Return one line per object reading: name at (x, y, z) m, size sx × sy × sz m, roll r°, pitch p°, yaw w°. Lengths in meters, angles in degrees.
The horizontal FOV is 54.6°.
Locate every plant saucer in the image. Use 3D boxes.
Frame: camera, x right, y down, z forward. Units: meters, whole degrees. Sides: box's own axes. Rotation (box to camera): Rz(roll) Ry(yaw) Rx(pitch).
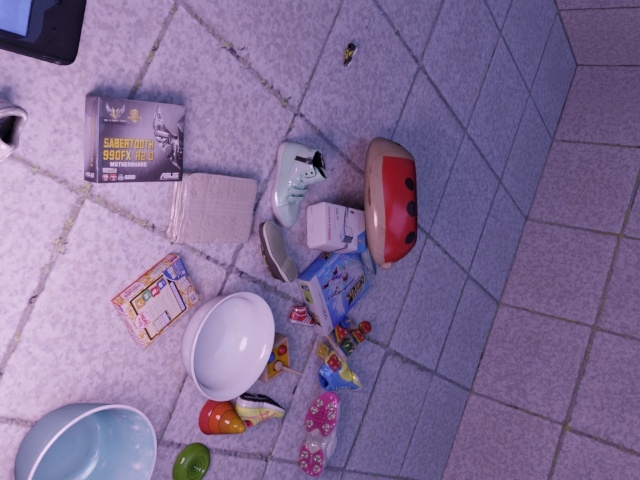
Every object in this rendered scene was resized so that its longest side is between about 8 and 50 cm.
plant saucer at (0.160, 0.028, 2.167) m, size 0.195 × 0.037 × 0.195 m, roll -12°, pitch 90°, yaw -80°

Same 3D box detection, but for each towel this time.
towel at (-0.277, -0.082, 1.621) m, size 0.282 × 0.049 × 0.187 m, roll 2°, pitch 100°, yaw -53°

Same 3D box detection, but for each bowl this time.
bowl at (-0.537, 0.487, 1.363) m, size 0.311 × 0.163 × 0.312 m, roll -20°, pitch 116°, yaw -48°
bowl at (-0.270, 0.267, 1.661) m, size 0.298 × 0.134 × 0.298 m, roll -20°, pitch 115°, yaw -49°

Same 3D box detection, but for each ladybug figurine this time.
ladybug figurine at (0.240, -0.127, 2.076) m, size 0.305 × 0.161 × 0.450 m, roll 26°, pitch 62°, yaw -76°

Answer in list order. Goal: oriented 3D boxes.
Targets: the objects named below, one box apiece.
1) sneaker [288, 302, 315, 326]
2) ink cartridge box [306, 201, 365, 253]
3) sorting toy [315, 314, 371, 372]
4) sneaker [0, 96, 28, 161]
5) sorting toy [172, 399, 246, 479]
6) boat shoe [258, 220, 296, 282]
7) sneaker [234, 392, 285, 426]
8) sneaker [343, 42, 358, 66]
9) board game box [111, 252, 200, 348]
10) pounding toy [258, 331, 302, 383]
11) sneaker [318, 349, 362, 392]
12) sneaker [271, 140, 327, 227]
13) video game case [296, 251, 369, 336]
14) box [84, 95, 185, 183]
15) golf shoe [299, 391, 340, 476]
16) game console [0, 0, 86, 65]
sneaker at (-0.051, 0.240, 2.006) m, size 0.118 × 0.042 × 0.067 m, roll 18°, pitch 90°, yaw -50°
ink cartridge box at (0.052, -0.036, 1.975) m, size 0.190 × 0.082 × 0.140 m, roll 10°, pitch 74°, yaw -45°
sorting toy at (0.085, 0.329, 2.142) m, size 0.132 × 0.046 × 0.274 m, roll 56°, pitch 44°, yaw -8°
sneaker at (-0.610, -0.159, 1.114) m, size 0.090 × 0.115 × 0.232 m, roll 39°, pitch 70°, yaw -50°
sorting toy at (-0.312, 0.621, 1.722) m, size 0.127 × 0.126 × 0.366 m, roll 46°, pitch 64°, yaw -48°
boat shoe at (-0.140, 0.036, 1.810) m, size 0.081 × 0.068 × 0.228 m, roll -59°, pitch 141°, yaw -40°
sneaker at (-0.193, 0.525, 1.892) m, size 0.208 × 0.081 × 0.094 m, roll 27°, pitch 86°, yaw -45°
sneaker at (0.087, -0.585, 1.951) m, size 0.035 × 0.031 × 0.083 m, roll 38°, pitch 66°, yaw -36°
board game box at (-0.401, 0.147, 1.530) m, size 0.193 × 0.045 × 0.147 m, roll -44°, pitch 132°, yaw -35°
pounding toy at (-0.137, 0.366, 1.886) m, size 0.130 × 0.100 × 0.141 m, roll -27°, pitch 121°, yaw -44°
sneaker at (0.058, 0.493, 2.200) m, size 0.126 × 0.091 × 0.240 m, roll -46°, pitch 127°, yaw -17°
sneaker at (-0.057, -0.152, 1.793) m, size 0.094 × 0.151 × 0.256 m, roll -16°, pitch 114°, yaw -50°
video game case at (0.050, 0.145, 2.093) m, size 0.269 × 0.061 × 0.244 m, roll -45°, pitch 133°, yaw -35°
box at (-0.413, -0.223, 1.395) m, size 0.231 × 0.056 × 0.183 m, roll -7°, pitch 107°, yaw -51°
golf shoe at (0.013, 0.666, 2.177) m, size 0.140 × 0.115 × 0.306 m, roll -1°, pitch 109°, yaw -61°
game console at (-0.584, -0.521, 1.087) m, size 0.386 × 0.060 × 0.342 m, roll 4°, pitch 97°, yaw -52°
